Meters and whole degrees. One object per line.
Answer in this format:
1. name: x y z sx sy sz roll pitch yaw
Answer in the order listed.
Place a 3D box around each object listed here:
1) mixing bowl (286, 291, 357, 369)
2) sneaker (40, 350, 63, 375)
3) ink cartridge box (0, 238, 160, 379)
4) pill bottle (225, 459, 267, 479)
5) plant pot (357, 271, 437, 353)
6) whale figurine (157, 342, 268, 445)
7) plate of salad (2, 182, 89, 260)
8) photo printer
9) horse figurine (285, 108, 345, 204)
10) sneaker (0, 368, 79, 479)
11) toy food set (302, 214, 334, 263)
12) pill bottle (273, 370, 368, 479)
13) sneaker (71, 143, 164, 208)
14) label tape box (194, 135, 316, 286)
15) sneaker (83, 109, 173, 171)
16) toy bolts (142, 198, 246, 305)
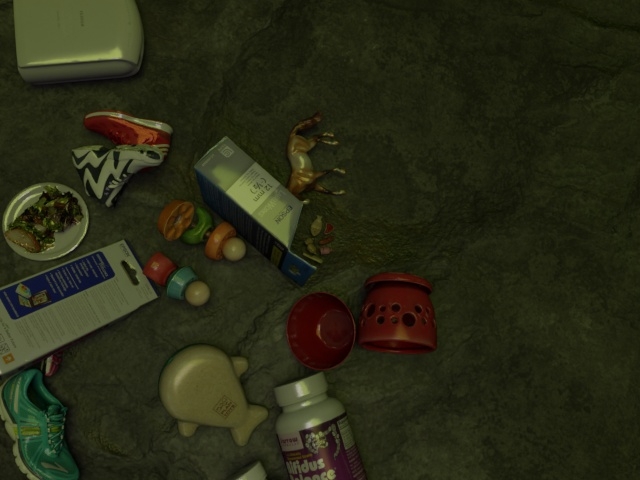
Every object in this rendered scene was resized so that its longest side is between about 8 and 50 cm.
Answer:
1. mixing bowl: 0.018 0.217 1.255 0.181 0.098 0.182 -3 82 25
2. sneaker: -0.643 0.229 1.191 0.074 0.063 0.171 -8 73 -10
3. ink cartridge box: -0.578 0.144 1.183 0.370 0.069 0.176 -28 81 -35
4. pill bottle: -0.117 0.621 1.133 0.136 0.136 0.246 -28 82 -14
5. plant pot: 0.190 0.178 1.262 0.191 0.191 0.174 10 69 -6
6. whale figurine: -0.249 0.354 1.199 0.272 0.141 0.216 45 73 -21
7. plate of salad: -0.672 -0.050 1.261 0.199 0.048 0.200 2 76 -7
8. photo printer: -0.625 -0.545 1.357 0.307 0.107 0.256 -8 78 -10
9. horse figurine: -0.028 -0.215 1.387 0.174 0.066 0.264 -7 80 -16
10. sneaker: -0.599 0.407 1.116 0.110 0.107 0.275 -33 83 9
11. toy food set: 0.000 0.000 1.363 0.077 0.019 0.122 26 67 -2
12. pill bottle: -0.006 0.461 1.171 0.169 0.169 0.302 -17 79 -12
13. sneaker: -0.487 -0.153 1.270 0.234 0.094 0.153 0 110 6
14. label tape box: -0.130 -0.055 1.236 0.347 0.249 0.115 40 75 3
15. sneaker: -0.496 -0.250 1.317 0.221 0.087 0.128 5 74 -6
16. toy bolts: -0.295 0.037 1.217 0.158 0.218 0.229 30 81 14
